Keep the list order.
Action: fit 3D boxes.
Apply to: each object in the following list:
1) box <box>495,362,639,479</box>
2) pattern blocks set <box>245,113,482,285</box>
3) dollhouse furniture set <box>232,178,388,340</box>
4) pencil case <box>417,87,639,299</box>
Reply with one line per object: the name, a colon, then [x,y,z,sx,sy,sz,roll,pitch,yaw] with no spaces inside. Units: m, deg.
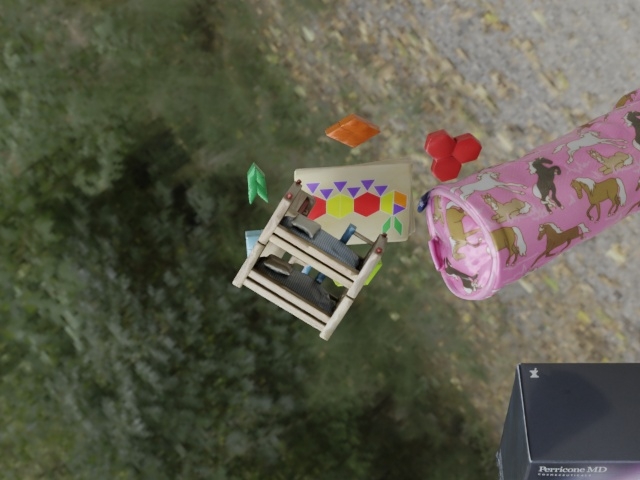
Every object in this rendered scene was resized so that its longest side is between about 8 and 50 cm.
box: [0.442,0.340,1.637,0.294,0.296,0.182,87,-177,-49]
pattern blocks set: [0.052,-0.054,1.514,0.026,0.325,0.285,-102,18,-54]
dollhouse furniture set: [0.000,0.000,1.251,0.129,0.129,0.183,32,-158,-2]
pencil case: [0.315,-0.066,1.356,0.167,0.386,0.160,47,153,38]
